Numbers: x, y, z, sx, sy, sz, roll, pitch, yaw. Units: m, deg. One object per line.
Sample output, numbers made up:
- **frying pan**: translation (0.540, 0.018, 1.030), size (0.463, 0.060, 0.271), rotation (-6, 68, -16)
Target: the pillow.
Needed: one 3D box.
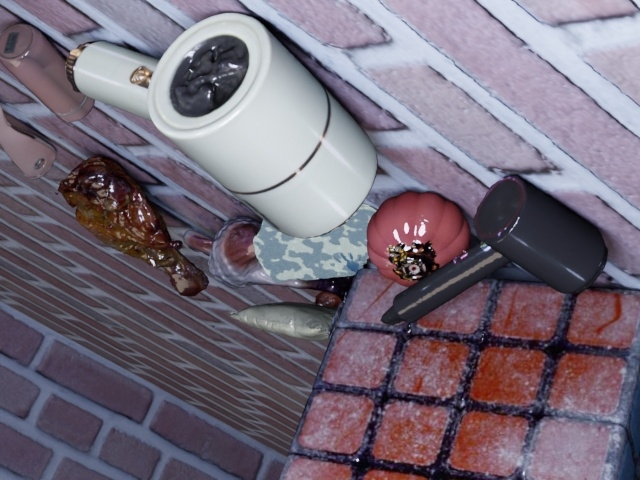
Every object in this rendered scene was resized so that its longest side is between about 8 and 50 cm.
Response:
- **pillow**: translation (0.013, 0.106, 1.882), size (0.148, 0.050, 0.230), rotation (4, 176, 40)

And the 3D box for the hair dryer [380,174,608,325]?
- **hair dryer**: translation (0.151, 0.039, 1.409), size (0.114, 0.070, 0.248), rotation (30, 135, -22)

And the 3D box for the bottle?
- **bottle**: translation (-0.292, -0.178, 1.574), size (0.053, 0.053, 0.140), rotation (17, 164, 26)

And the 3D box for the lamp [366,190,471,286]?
- **lamp**: translation (0.099, 0.000, 1.488), size (0.108, 0.092, 0.107), rotation (6, 132, 6)

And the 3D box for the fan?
- **fan**: translation (0.000, 0.000, 1.692), size (0.131, 0.009, 0.240), rotation (36, 144, -23)

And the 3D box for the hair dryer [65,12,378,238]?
- **hair dryer**: translation (-0.131, -0.133, 1.383), size (0.362, 0.128, 0.203), rotation (23, 168, 40)

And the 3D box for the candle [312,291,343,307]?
- **candle**: translation (0.007, 0.099, 2.087), size (0.048, 0.053, 0.162), rotation (29, 168, 5)

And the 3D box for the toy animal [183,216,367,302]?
- **toy animal**: translation (-0.095, 0.021, 1.889), size (0.324, 0.090, 0.195), rotation (11, 167, 41)

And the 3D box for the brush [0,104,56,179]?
- **brush**: translation (-0.429, -0.162, 1.866), size (0.067, 0.072, 0.313), rotation (43, 179, 28)

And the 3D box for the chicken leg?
- **chicken leg**: translation (-0.245, -0.021, 1.967), size (0.177, 0.083, 0.322), rotation (32, 167, 16)

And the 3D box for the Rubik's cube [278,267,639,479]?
- **Rubik's cube**: translation (0.183, 0.263, 1.563), size (0.344, 0.344, 0.337), rotation (6, 144, 25)
